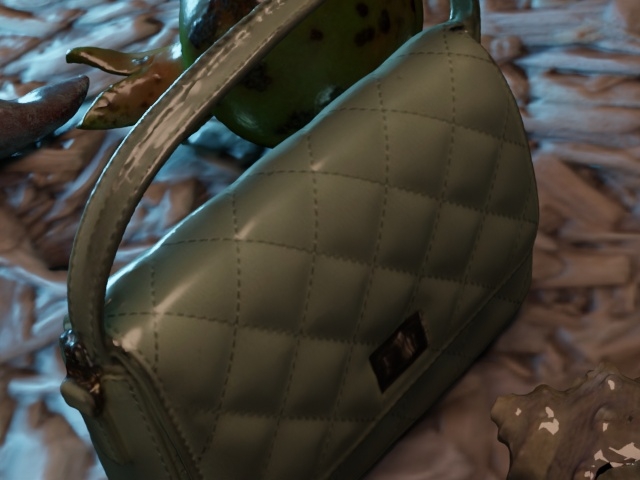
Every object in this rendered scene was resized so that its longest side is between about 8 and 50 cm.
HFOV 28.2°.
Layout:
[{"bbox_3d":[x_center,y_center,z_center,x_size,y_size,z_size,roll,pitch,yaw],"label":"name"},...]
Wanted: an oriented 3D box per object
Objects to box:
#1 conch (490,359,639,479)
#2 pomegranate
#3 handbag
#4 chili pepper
[{"bbox_3d":[0.169,0.114,0.439,0.245,0.163,0.178,26,52,12],"label":"conch"},{"bbox_3d":[-0.043,-0.122,0.736,0.220,0.156,0.156,-6,41,8],"label":"pomegranate"},{"bbox_3d":[0.000,0.000,0.534,0.079,0.219,0.256,24,52,35],"label":"handbag"},{"bbox_3d":[-0.209,-0.070,0.789,0.153,0.041,0.050,-19,60,-35],"label":"chili pepper"}]
